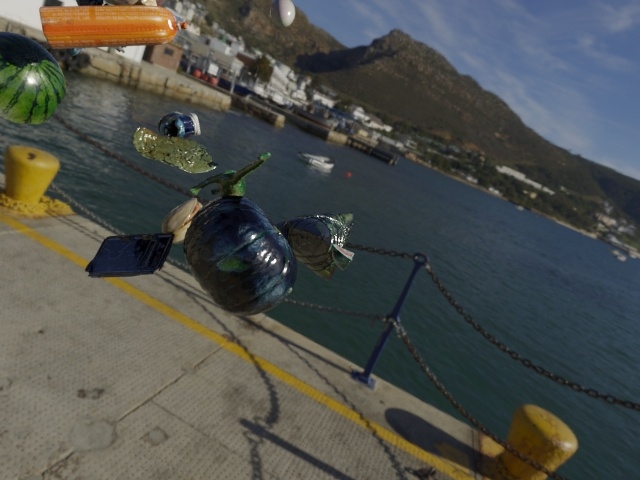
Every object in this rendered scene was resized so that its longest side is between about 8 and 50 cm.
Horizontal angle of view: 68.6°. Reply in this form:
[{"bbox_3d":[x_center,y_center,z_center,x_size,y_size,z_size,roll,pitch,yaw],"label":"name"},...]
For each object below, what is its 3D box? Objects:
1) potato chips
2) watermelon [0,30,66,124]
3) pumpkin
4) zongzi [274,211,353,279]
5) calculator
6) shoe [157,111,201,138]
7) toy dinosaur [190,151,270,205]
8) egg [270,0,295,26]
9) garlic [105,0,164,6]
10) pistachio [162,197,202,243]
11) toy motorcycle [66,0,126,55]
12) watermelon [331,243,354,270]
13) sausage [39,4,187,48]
[{"bbox_3d":[-0.364,-0.230,1.193,0.209,0.026,0.142,30,41,-6],"label":"potato chips"},{"bbox_3d":[-0.982,-0.560,1.518,0.331,0.189,0.330,41,26,-26],"label":"watermelon"},{"bbox_3d":[-0.231,0.043,1.369,0.363,0.266,0.363,54,5,-7],"label":"pumpkin"},{"bbox_3d":[0.000,0.000,1.867,0.384,0.318,0.362,15,-1,-34],"label":"zongzi"},{"bbox_3d":[-0.600,0.045,1.482,0.274,0.028,0.165,-3,48,16],"label":"calculator"},{"bbox_3d":[-0.500,-0.387,1.596,0.207,0.091,0.106,12,30,43],"label":"shoe"},{"bbox_3d":[-0.228,-0.194,1.421,0.087,0.301,0.447,62,13,-3],"label":"toy dinosaur"},{"bbox_3d":[-0.155,-0.933,1.917,0.103,0.103,0.135,16,53,-29],"label":"egg"},{"bbox_3d":[-0.474,-0.655,1.222,0.245,0.253,0.245,-15,3,1],"label":"garlic"},{"bbox_3d":[-0.565,-0.080,1.942,0.144,0.215,0.144,31,-20,13],"label":"pistachio"},{"bbox_3d":[-0.678,-0.625,1.409,0.108,0.204,0.239,47,3,30],"label":"toy motorcycle"},{"bbox_3d":[0.069,0.042,1.383,0.061,0.085,0.085,-18,33,-25],"label":"watermelon"},{"bbox_3d":[-0.477,-0.506,1.109,0.312,0.092,0.093,-8,23,-15],"label":"sausage"}]
